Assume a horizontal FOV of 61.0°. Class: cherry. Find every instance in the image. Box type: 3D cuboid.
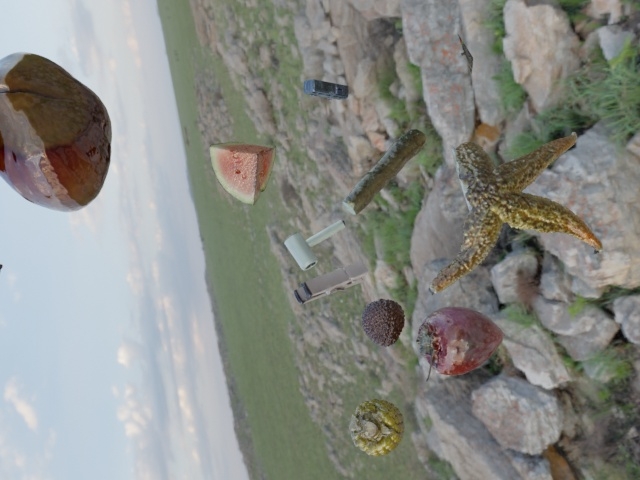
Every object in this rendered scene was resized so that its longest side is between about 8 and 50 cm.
[{"bbox_3d":[0.396,0.280,1.533,0.175,0.249,0.192,75,-173,-84],"label":"cherry"}]

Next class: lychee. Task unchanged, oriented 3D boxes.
[{"bbox_3d":[0.174,0.226,1.494,0.123,0.123,0.129,132,119,-75],"label":"lychee"}]

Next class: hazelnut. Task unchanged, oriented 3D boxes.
[{"bbox_3d":[-0.391,-0.145,0.779,0.181,0.181,0.212,-38,61,40],"label":"hazelnut"}]

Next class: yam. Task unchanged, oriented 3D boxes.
[{"bbox_3d":[0.150,-0.162,1.270,0.061,0.274,0.061,37,159,17],"label":"yam"}]

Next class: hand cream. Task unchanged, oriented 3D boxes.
[{"bbox_3d":[0.511,-0.201,1.889,0.276,0.059,0.095,61,-168,-24],"label":"hand cream"}]

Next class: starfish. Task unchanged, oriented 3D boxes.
[{"bbox_3d":[0.410,-0.085,1.219,0.132,0.383,0.398,90,176,-57],"label":"starfish"}]

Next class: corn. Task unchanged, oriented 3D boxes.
[{"bbox_3d":[0.134,0.421,1.240,0.322,0.119,0.119,53,-159,-73],"label":"corn"}]

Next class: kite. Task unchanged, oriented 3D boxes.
[{"bbox_3d":[0.399,-0.507,1.483,0.004,0.090,0.122,-22,86,36],"label":"kite"}]

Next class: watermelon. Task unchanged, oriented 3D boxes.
[{"bbox_3d":[-0.196,-0.206,1.483,0.193,0.137,0.145,55,-156,-9],"label":"watermelon"}]

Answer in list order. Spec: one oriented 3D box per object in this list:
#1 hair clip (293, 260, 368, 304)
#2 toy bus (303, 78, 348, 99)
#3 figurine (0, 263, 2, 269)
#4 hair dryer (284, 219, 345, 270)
[{"bbox_3d":[0.050,0.172,2.200,0.085,0.330,0.101,56,140,25],"label":"hair clip"},{"bbox_3d":[0.020,-0.481,1.736,0.065,0.165,0.047,6,98,47],"label":"toy bus"},{"bbox_3d":[-0.749,0.105,1.140,0.155,0.098,0.082,-71,-17,6],"label":"figurine"},{"bbox_3d":[0.000,0.000,1.993,0.131,0.236,0.073,55,163,15],"label":"hair dryer"}]
